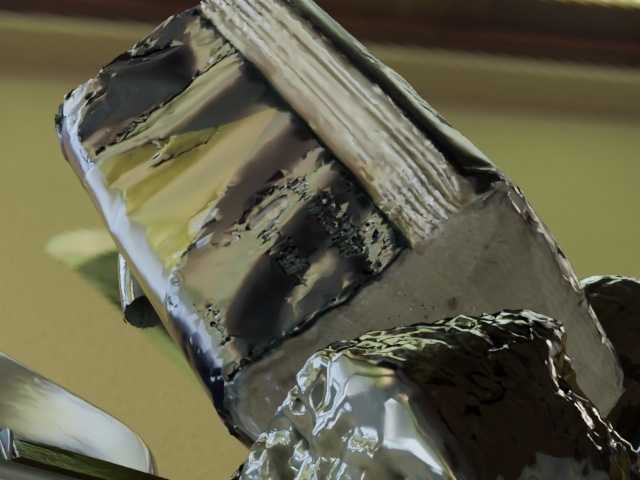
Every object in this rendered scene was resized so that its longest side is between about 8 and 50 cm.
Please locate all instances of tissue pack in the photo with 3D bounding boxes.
[{"bbox_3d":[0.000,0.000,1.189,0.253,0.264,0.416,-38,-139,0],"label":"tissue pack"}]

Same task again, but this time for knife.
[{"bbox_3d":[-0.175,0.119,0.889,0.343,0.027,0.061,20,-174,-20],"label":"knife"}]

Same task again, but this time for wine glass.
[{"bbox_3d":[-0.209,0.004,1.829,0.074,0.074,0.262,7,-141,-15],"label":"wine glass"}]

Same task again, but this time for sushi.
[{"bbox_3d":[0.033,0.193,0.821,0.171,0.350,0.211,2,-144,-41],"label":"sushi"}]

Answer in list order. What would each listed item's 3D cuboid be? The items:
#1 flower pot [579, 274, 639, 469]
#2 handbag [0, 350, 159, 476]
[{"bbox_3d":[0.275,0.168,1.322,0.213,0.301,0.302,14,-156,42],"label":"flower pot"},{"bbox_3d":[-0.254,0.179,1.107,0.302,0.149,0.283,35,-174,-23],"label":"handbag"}]
